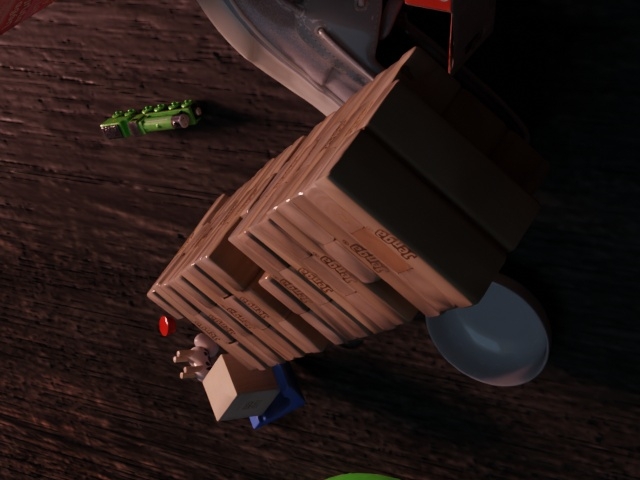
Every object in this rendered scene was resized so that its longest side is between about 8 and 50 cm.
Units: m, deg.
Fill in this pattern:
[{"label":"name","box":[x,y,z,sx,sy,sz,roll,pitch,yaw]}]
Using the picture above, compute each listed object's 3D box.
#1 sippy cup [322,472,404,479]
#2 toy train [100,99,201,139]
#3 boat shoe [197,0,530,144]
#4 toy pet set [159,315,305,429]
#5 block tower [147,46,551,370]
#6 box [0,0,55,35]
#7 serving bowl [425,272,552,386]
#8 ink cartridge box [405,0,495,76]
[{"label":"sippy cup","box":[0.024,0.333,0.898,0.240,0.224,0.305,39,136,5]},{"label":"toy train","box":[-0.116,-0.081,0.827,0.083,0.024,0.017,-3,120,37]},{"label":"boat shoe","box":[0.024,-0.113,0.674,0.227,0.079,0.081,42,130,-7]},{"label":"toy pet set","box":[-0.054,0.070,0.889,0.122,0.065,0.114,-55,50,43]},{"label":"block tower","box":[0.000,0.000,0.680,0.097,0.091,0.335,41,158,-11]},{"label":"box","box":[-0.146,-0.261,0.626,0.154,0.142,0.300,44,136,-1]},{"label":"serving bowl","box":[0.109,0.051,0.764,0.083,0.027,0.083,19,132,23]},{"label":"ink cartridge box","box":[0.067,-0.148,0.618,0.029,0.063,0.115,16,130,24]}]
